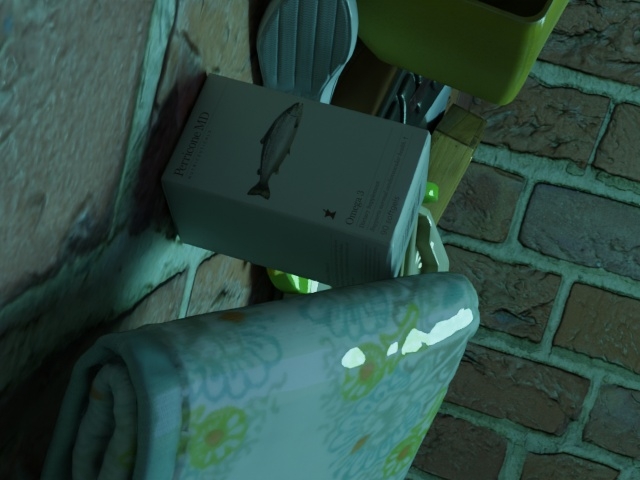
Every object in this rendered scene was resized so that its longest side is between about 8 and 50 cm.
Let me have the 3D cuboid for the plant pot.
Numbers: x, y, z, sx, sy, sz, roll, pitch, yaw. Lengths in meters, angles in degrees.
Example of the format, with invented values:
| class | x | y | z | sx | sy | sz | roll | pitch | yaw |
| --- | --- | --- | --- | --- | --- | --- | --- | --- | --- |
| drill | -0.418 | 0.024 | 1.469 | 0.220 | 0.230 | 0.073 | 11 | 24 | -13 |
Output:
| class | x | y | z | sx | sy | sz | roll | pitch | yaw |
| --- | --- | --- | --- | --- | --- | --- | --- | --- | --- |
| plant pot | 0.134 | -0.246 | 0.986 | 0.212 | 0.212 | 0.187 | -59 | 161 | -19 |

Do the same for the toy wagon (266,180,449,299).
| class | x | y | z | sx | sy | sz | roll | pitch | yaw |
| --- | --- | --- | --- | --- | --- | --- | --- | --- | --- |
| toy wagon | 0.038 | 0.036 | 1.285 | 0.344 | 0.068 | 0.267 | 20 | 73 | -48 |

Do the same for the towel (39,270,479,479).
| class | x | y | z | sx | sy | sz | roll | pitch | yaw |
| --- | --- | --- | --- | --- | --- | --- | --- | --- | --- |
| towel | -0.063 | 0.194 | 0.809 | 0.321 | 0.090 | 0.374 | -11 | 132 | -47 |

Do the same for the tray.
| class | x | y | z | sx | sy | sz | roll | pitch | yaw |
| --- | --- | --- | --- | --- | --- | --- | --- | --- | --- |
| tray | 0.142 | -0.010 | 1.819 | 0.411 | 0.076 | 0.203 | -63 | 175 | 23 |

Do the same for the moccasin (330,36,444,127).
| class | x | y | z | sx | sy | sz | roll | pitch | yaw |
| --- | --- | --- | --- | --- | --- | --- | --- | --- | --- |
| moccasin | 0.051 | -0.174 | 1.181 | 0.380 | 0.147 | 0.139 | -64 | 154 | -23 |

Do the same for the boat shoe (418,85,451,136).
| class | x | y | z | sx | sy | sz | roll | pitch | yaw |
| --- | --- | --- | --- | --- | --- | --- | --- | --- | --- |
| boat shoe | 0.150 | -0.221 | 1.741 | 0.095 | 0.084 | 0.258 | -57 | 170 | -20 |

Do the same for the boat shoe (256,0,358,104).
| class | x | y | z | sx | sy | sz | roll | pitch | yaw |
| --- | --- | --- | --- | --- | --- | --- | --- | --- | --- |
| boat shoe | -0.017 | -0.170 | 0.985 | 0.226 | 0.083 | 0.075 | 112 | -11 | -56 |

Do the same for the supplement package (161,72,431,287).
| class | x | y | z | sx | sy | sz | roll | pitch | yaw |
| --- | --- | --- | --- | --- | --- | --- | --- | --- | --- |
| supplement package | -0.016 | -0.040 | 0.858 | 0.105 | 0.179 | 0.105 | 86 | 22 | -64 |
